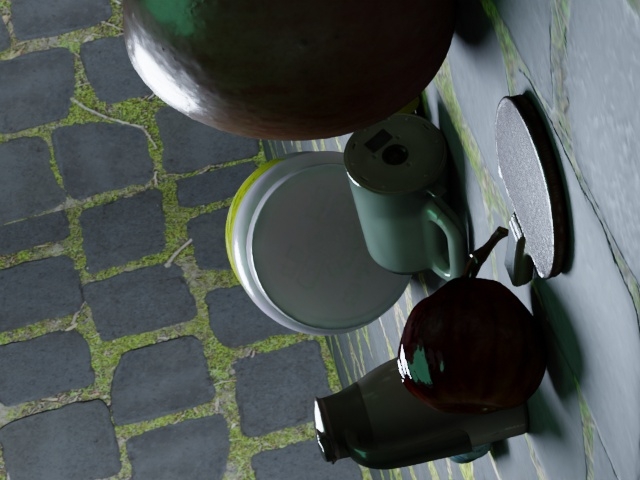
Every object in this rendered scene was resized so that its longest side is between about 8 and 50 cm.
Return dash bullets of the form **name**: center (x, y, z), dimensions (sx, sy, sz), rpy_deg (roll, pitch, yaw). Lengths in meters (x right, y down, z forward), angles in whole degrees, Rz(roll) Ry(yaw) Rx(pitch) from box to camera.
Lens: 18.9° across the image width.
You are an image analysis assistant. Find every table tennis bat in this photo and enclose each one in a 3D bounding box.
- **table tennis bat**: center (0.156, -0.024, 1.445), dimensions (0.220, 0.019, 0.130), rpy_deg (87, 167, -62)

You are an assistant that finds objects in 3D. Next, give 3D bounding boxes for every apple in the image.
- **apple**: center (-0.038, -0.232, 1.571), dimensions (0.345, 0.269, 0.345), rpy_deg (166, 90, -87)

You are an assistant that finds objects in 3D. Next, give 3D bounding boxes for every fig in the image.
- **fig**: center (0.123, 0.079, 1.575), dimensions (0.128, 0.128, 0.150), rpy_deg (-115, 16, -66)

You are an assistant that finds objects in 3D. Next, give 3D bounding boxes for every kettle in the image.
- **kettle**: center (0.091, -0.038, 1.861), dimensions (0.148, 0.127, 0.098), rpy_deg (77, -152, -53)

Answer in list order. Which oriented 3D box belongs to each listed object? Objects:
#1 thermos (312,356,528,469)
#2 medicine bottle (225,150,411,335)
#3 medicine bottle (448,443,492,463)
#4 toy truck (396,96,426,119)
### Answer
- **thermos**: center (0.089, 0.160, 1.769), dimensions (0.137, 0.193, 0.105), rpy_deg (-114, 11, -61)
- **medicine bottle**: center (0.000, 0.000, 2.254), dimensions (0.378, 0.213, 0.213), rpy_deg (-159, 54, -84)
- **medicine bottle**: center (0.148, 0.194, 2.059), dimensions (0.208, 0.053, 0.090), rpy_deg (93, 160, -81)
- **toy truck**: center (0.076, -0.127, 1.927), dimensions (0.083, 0.049, 0.054), rpy_deg (-135, 31, -80)
